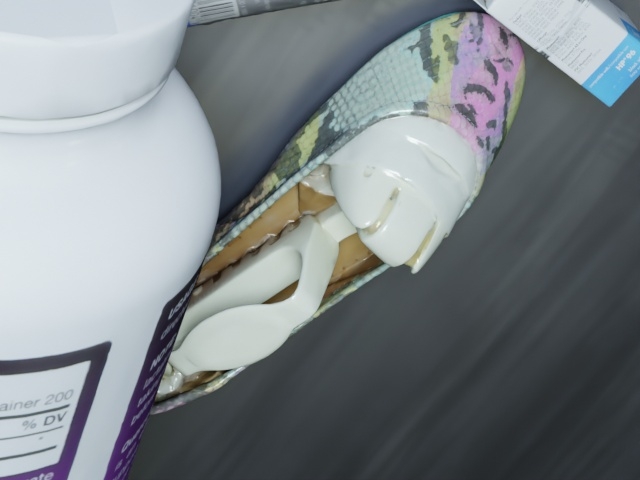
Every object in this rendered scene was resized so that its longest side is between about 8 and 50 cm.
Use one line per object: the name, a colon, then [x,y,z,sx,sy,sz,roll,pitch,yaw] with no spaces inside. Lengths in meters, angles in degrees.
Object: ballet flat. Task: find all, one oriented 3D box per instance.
ballet flat: [0.000,0.000,0.627,0.221,0.079,0.077,-39,114,15]

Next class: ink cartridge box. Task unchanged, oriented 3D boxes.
ink cartridge box: [0.086,-0.093,0.601,0.083,0.048,0.028,34,110,-22]

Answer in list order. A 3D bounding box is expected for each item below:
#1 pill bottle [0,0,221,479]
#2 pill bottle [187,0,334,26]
pill bottle: [-0.144,0.028,0.544,0.181,0.181,0.323,13,126,-13]
pill bottle: [0.000,-0.125,0.559,0.137,0.078,0.078,-10,119,-1]
